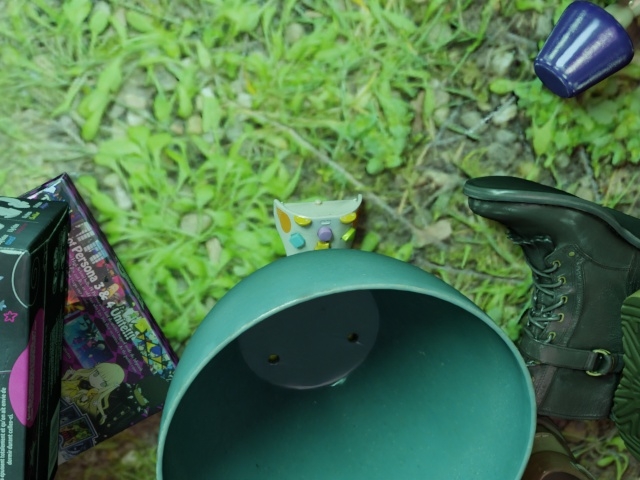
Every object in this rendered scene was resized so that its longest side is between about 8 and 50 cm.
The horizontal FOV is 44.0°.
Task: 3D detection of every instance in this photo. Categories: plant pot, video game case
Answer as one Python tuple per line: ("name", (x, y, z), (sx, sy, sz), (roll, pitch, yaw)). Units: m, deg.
("plant pot", (0.006, 0.122, 0.676), (0.290, 0.195, 0.290), (-5, 115, -11))
("video game case", (-0.260, 0.088, 0.698), (0.210, 0.042, 0.232), (-28, 109, -3))

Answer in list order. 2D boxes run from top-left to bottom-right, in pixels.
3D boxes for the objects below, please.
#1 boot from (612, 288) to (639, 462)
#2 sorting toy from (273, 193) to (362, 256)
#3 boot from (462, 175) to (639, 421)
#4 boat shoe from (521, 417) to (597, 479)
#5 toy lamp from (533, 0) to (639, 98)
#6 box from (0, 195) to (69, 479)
("boot", (0.427, 0.091, 0.806), (0.270, 0.089, 0.236), (-26, 125, -24))
("sorting toy", (0.000, 0.000, 0.739), (0.083, 0.045, 0.075), (-4, 125, -11))
("boot", (0.225, 0.069, 0.777), (0.263, 0.091, 0.228), (17, 100, -18))
("boat shoe", (0.274, 0.327, 0.843), (0.123, 0.116, 0.324), (-37, 109, -1))
("toy lamp", (0.307, -0.241, 0.720), (0.275, 0.080, 0.080), (-44, 109, -1))
("box", (-0.275, 0.099, 0.588), (0.142, 0.163, 0.247), (5, 103, -10))
